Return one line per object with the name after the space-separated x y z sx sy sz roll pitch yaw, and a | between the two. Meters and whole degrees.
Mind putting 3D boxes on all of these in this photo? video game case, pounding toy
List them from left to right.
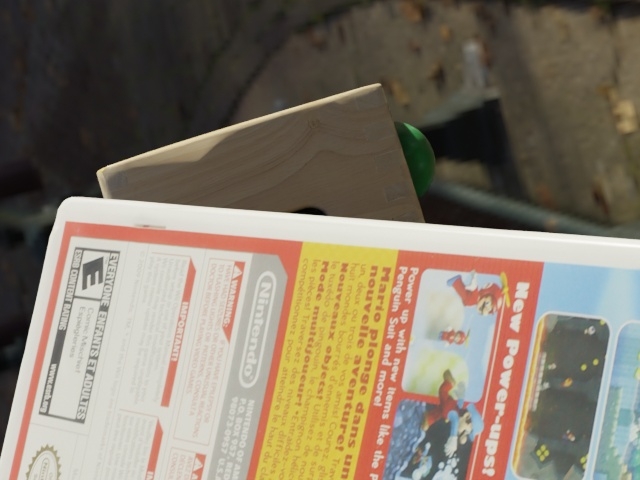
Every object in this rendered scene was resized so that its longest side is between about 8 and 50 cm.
0.000 0.000 0.745 0.130 0.141 0.100 -40 -67 -88 | pounding toy
0.002 0.095 0.494 0.285 0.025 0.204 5 81 47 | video game case
